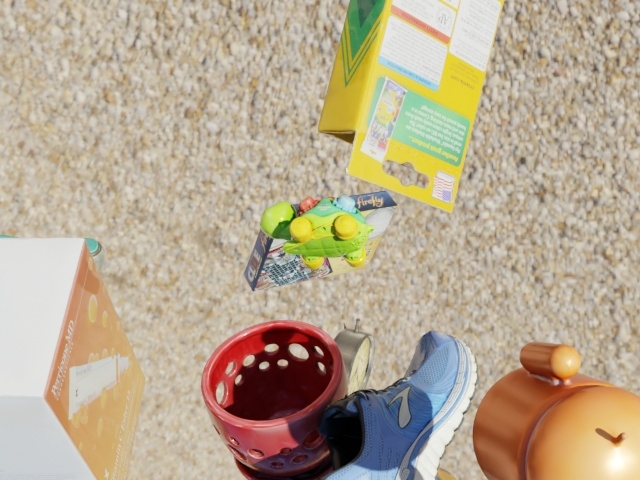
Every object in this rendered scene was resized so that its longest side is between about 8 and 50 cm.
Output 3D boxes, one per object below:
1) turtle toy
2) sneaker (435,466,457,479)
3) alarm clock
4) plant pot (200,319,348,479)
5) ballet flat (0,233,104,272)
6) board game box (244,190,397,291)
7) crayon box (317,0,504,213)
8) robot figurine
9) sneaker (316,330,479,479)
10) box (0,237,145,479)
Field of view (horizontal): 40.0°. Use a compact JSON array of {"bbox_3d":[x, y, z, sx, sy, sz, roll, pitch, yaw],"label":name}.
[{"bbox_3d":[-0.004,-0.015,0.978,0.130,0.066,0.095,-2,153,9],"label":"turtle toy"},{"bbox_3d":[0.146,0.455,1.173,0.131,0.296,0.112,-33,127,24],"label":"sneaker"},{"bbox_3d":[0.041,0.237,1.534,0.064,0.192,0.129,10,161,19],"label":"alarm clock"},{"bbox_3d":[-0.053,0.232,1.192,0.191,0.191,0.174,0,129,11],"label":"plant pot"},{"bbox_3d":[-0.446,0.033,1.370,0.213,0.072,0.068,1,129,-14],"label":"ballet flat"},{"bbox_3d":[0.000,0.000,1.518,0.243,0.042,0.165,-10,140,-33],"label":"board game box"},{"bbox_3d":[0.118,-0.218,1.156,0.203,0.323,0.083,17,175,-39],"label":"crayon box"},{"bbox_3d":[0.208,0.174,0.725,0.128,0.158,0.219,23,177,-11],"label":"robot figurine"},{"bbox_3d":[0.087,0.213,1.072,0.147,0.330,0.130,33,131,3],"label":"sneaker"},{"bbox_3d":[-0.350,0.183,1.100,0.168,0.215,0.345,0,142,4],"label":"box"}]
